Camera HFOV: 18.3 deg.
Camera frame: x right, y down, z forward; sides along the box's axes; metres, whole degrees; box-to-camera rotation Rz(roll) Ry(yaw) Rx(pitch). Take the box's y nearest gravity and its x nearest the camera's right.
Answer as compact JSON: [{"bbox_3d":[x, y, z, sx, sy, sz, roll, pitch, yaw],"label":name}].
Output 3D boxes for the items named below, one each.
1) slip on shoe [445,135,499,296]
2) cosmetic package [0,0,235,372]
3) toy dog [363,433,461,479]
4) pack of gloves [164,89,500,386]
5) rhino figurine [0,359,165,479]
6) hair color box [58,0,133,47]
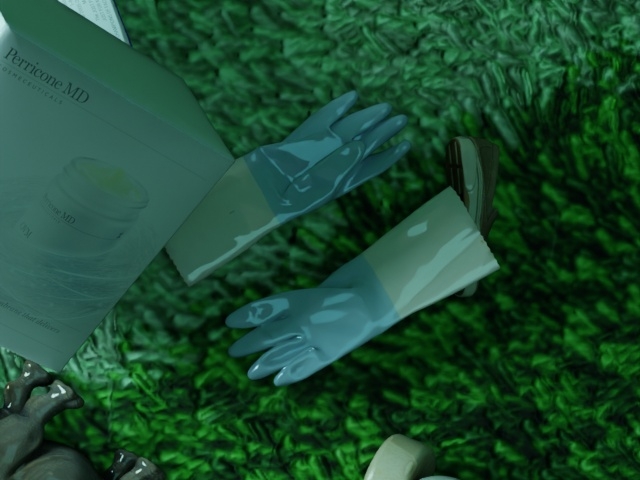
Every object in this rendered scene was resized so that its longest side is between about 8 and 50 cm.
[{"bbox_3d":[0.130,-0.020,1.664,0.041,0.051,0.135,2,79,-21],"label":"slip on shoe"},{"bbox_3d":[-0.228,-0.056,1.477,0.224,0.138,0.224,30,105,-38],"label":"cosmetic package"},{"bbox_3d":[0.060,0.316,1.549,0.220,0.161,0.333,0,80,22],"label":"toy dog"},{"bbox_3d":[0.000,0.000,1.642,0.232,0.046,0.195,-29,77,-4],"label":"pack of gloves"},{"bbox_3d":[-0.177,0.213,1.578,0.243,0.073,0.106,43,76,-5],"label":"rhino figurine"},{"bbox_3d":[-0.335,-0.160,1.565,0.339,0.110,0.185,-21,91,-12],"label":"hair color box"}]
